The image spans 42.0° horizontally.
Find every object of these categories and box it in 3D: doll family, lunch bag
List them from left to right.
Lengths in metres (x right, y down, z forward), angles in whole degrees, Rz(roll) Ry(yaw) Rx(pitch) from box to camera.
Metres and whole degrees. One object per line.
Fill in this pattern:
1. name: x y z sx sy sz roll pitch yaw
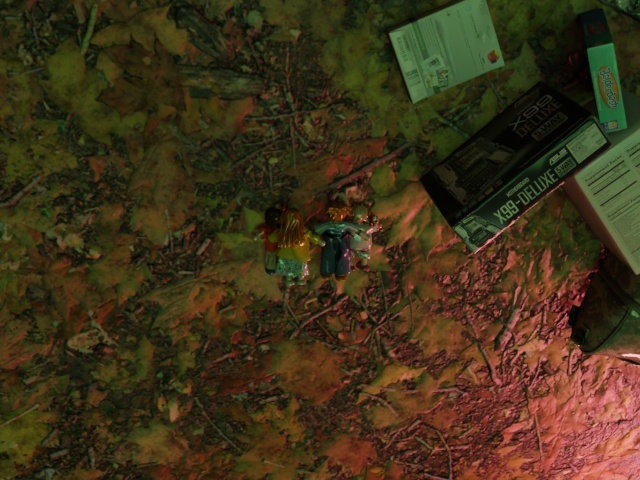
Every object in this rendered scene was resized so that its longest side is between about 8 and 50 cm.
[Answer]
1. doll family: 0.000 0.000 1.619 0.262 0.118 0.163 -3 115 -7
2. lunch bag: 0.707 0.157 1.749 0.305 0.212 0.256 18 110 -15

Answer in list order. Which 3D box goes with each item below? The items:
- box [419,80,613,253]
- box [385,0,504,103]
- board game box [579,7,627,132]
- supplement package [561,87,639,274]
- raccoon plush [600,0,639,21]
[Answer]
1. box: 0.349 -0.143 1.540 0.307 0.242 0.076 -39 114 11
2. box: 0.230 -0.355 1.536 0.186 0.038 0.145 -23 116 3
3. board game box: 0.508 -0.309 1.504 0.047 0.210 0.160 -10 119 19
4. supplement package: 0.590 -0.120 1.610 0.198 0.199 0.263 -37 115 8
5. raccoon plush: 0.768 -0.468 1.471 0.446 0.216 0.299 20 109 -17
